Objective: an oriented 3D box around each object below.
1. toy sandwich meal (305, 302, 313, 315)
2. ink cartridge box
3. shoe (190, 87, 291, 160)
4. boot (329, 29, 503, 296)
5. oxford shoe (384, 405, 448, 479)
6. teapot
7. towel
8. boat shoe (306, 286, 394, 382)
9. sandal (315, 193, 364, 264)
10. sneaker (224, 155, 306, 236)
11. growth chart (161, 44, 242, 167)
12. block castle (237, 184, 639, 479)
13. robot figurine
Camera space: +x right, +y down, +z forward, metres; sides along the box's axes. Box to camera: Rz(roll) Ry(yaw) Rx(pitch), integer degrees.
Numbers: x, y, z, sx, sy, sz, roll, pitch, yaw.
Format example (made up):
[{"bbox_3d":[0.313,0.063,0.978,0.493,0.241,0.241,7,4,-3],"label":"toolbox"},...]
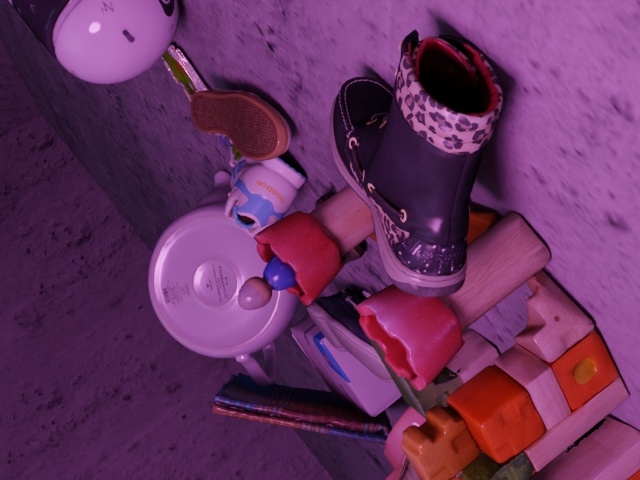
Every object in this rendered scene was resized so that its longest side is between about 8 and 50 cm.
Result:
[{"bbox_3d":[0.007,0.130,1.824,0.085,0.029,0.086,49,162,22],"label":"toy sandwich meal"},{"bbox_3d":[0.041,0.175,1.691,0.140,0.082,0.190,56,170,-10],"label":"ink cartridge box"},{"bbox_3d":[-0.088,-0.149,1.373,0.219,0.058,0.077,29,122,53],"label":"shoe"},{"bbox_3d":[0.072,-0.096,0.870,0.179,0.085,0.236,98,161,-45],"label":"boot"},{"bbox_3d":[0.173,0.342,1.547,0.146,0.140,0.397,42,165,24],"label":"oxford shoe"},{"bbox_3d":[-0.130,0.061,1.738,0.252,0.256,0.187,31,-170,11],"label":"teapot"},{"bbox_3d":[-0.024,0.257,1.754,0.271,0.040,0.370,9,177,0],"label":"towel"},{"bbox_3d":[0.061,0.117,1.475,0.095,0.079,0.254,55,170,-16],"label":"boat shoe"},{"bbox_3d":[0.000,0.000,1.420,0.090,0.060,0.219,54,168,-2],"label":"sandal"},{"bbox_3d":[-0.089,-0.057,1.482,0.087,0.092,0.228,36,171,-6],"label":"sneaker"},{"bbox_3d":[-0.174,-0.202,1.605,0.237,0.021,0.172,54,169,-1],"label":"growth chart"},{"bbox_3d":[0.128,0.173,1.076,0.303,0.212,0.453,32,155,59],"label":"block castle"},{"bbox_3d":[-0.293,-0.323,1.378,0.278,0.209,0.173,51,131,15],"label":"robot figurine"}]
